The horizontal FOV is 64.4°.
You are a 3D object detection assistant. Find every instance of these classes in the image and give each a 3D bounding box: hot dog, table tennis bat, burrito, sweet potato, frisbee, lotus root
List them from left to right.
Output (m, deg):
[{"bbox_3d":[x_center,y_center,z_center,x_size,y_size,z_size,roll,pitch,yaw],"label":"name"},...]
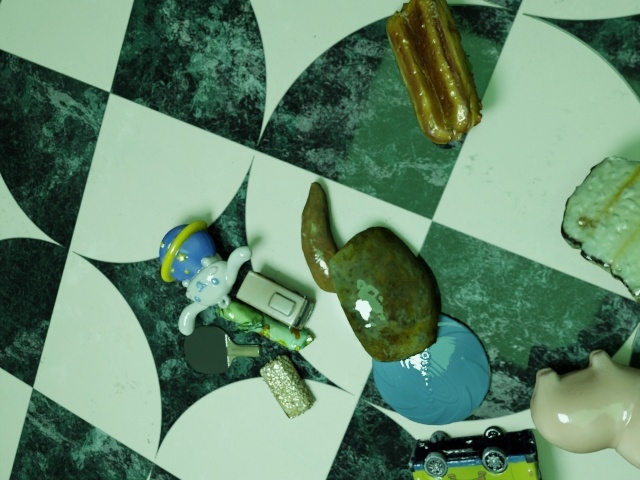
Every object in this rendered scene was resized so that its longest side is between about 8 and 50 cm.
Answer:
[{"bbox_3d":[-0.280,0.310,1.436,0.246,0.022,0.138,-4,94,20],"label":"table tennis bat"},{"bbox_3d":[-0.160,0.227,1.343,0.287,0.104,0.054,22,111,16],"label":"burrito"},{"bbox_3d":[-0.002,-0.001,1.276,0.097,0.097,0.292,-15,90,19],"label":"sweet potato"},{"bbox_3d":[0.150,0.129,1.196,0.210,0.142,0.314,-35,77,19],"label":"lotus root"},{"bbox_3d":[0.264,0.320,1.241,0.289,0.049,0.290,2,96,18],"label":"frisbee"},{"bbox_3d":[0.262,-0.388,1.140,0.158,0.117,0.349,-27,78,46],"label":"hot dog"}]

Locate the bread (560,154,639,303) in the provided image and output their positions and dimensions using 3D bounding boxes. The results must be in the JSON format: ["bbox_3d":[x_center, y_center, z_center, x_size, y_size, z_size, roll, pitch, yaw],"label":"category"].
[{"bbox_3d":[0.687,0.025,0.961,0.239,0.263,0.395,-56,40,19],"label":"bread"}]

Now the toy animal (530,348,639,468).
[{"bbox_3d":[0.615,0.363,1.053,0.326,0.237,0.270,-24,78,23],"label":"toy animal"}]

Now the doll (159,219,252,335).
[{"bbox_3d":[-0.334,0.093,1.372,0.242,0.159,0.311,26,104,0],"label":"doll"}]

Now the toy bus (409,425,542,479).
[{"bbox_3d":[0.367,0.547,1.183,0.287,0.138,0.175,-14,90,19],"label":"toy bus"}]

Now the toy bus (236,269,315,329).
[{"bbox_3d":[-0.114,0.153,1.312,0.182,0.103,0.091,26,85,14],"label":"toy bus"}]

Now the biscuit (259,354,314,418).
[{"bbox_3d":[-0.089,0.389,1.354,0.082,0.070,0.169,-34,87,22],"label":"biscuit"}]
